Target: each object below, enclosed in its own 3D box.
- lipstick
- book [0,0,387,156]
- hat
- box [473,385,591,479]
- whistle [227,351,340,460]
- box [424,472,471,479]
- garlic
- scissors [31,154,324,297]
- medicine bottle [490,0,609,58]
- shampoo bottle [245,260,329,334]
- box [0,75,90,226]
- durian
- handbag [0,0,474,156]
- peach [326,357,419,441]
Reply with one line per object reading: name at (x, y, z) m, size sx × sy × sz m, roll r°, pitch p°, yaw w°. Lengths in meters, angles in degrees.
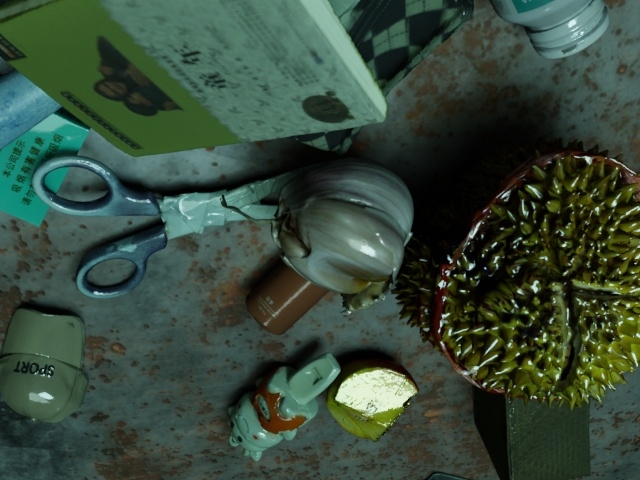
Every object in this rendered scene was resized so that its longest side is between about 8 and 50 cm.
lipstick at (-0.413, -0.118, 0.795) m, size 0.274 × 0.061 × 0.068 m, roll -30°, pitch 123°, yaw 6°
book at (-0.134, -0.167, 0.669) m, size 0.352 × 0.035 × 0.239 m, roll -4°, pitch 150°, yaw 31°
hat at (-0.417, 0.181, 1.017) m, size 0.147 × 0.085 × 0.175 m, roll 9°, pitch 120°, yaw -14°
box at (0.344, 0.264, 1.148) m, size 0.143 × 0.184 × 0.273 m, roll -13°, pitch 122°, yaw -1°
whistle at (-0.065, 0.267, 1.121) m, size 0.253 × 0.106 × 0.102 m, roll -40°, pitch 98°, yaw 22°
box at (0.256, 0.515, 1.354) m, size 0.122 × 0.069 × 0.084 m, roll 20°, pitch 118°, yaw -21°
garlic at (0.000, 0.000, 0.879) m, size 0.256 × 0.207 × 0.207 m, roll -6°, pitch 126°, yaw 25°
scissors at (-0.168, -0.035, 0.949) m, size 0.383 × 0.029 × 0.256 m, roll -10°, pitch 135°, yaw -9°
medicine bottle at (0.252, -0.323, 0.798) m, size 0.135 × 0.135 × 0.215 m, roll -34°, pitch 121°, yaw 11°
shampoo bottle at (-0.001, 0.034, 1.007) m, size 0.244 × 0.085 × 0.085 m, roll -43°, pitch 119°, yaw 13°
box at (-0.423, -0.130, 0.850) m, size 0.226 × 0.042 × 0.161 m, roll 26°, pitch 112°, yaw -24°
durian at (0.266, 0.038, 0.878) m, size 0.347 × 0.384 × 0.347 m, roll -10°, pitch 124°, yaw -16°
handbag at (-0.086, -0.259, 0.686) m, size 0.416 × 0.180 × 0.317 m, roll 17°, pitch 156°, yaw -19°
peach at (0.084, 0.248, 1.135) m, size 0.151 × 0.118 × 0.151 m, roll 13°, pitch 131°, yaw 15°
